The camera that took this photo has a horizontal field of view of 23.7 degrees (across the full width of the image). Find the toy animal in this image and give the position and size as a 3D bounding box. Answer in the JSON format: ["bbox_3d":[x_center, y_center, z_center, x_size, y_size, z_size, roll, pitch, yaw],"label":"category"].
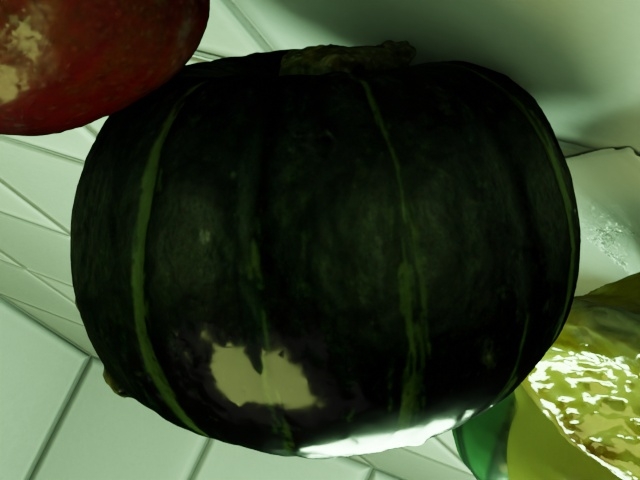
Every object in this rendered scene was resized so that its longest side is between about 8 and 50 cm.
[{"bbox_3d":[0.243,0.181,1.417,0.216,0.191,0.338,30,166,-22],"label":"toy animal"}]

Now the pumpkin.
[{"bbox_3d":[0.000,0.000,0.964,0.323,0.241,0.323,-6,-166,1],"label":"pumpkin"}]

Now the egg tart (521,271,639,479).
[{"bbox_3d":[0.277,0.109,1.100,0.315,0.120,0.315,32,163,11],"label":"egg tart"}]

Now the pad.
[{"bbox_3d":[0.250,0.010,1.085,0.232,0.004,0.156,39,163,-19],"label":"pad"}]

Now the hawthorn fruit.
[{"bbox_3d":[-0.170,-0.144,0.875,0.185,0.202,0.185,54,-173,-10],"label":"hawthorn fruit"}]
